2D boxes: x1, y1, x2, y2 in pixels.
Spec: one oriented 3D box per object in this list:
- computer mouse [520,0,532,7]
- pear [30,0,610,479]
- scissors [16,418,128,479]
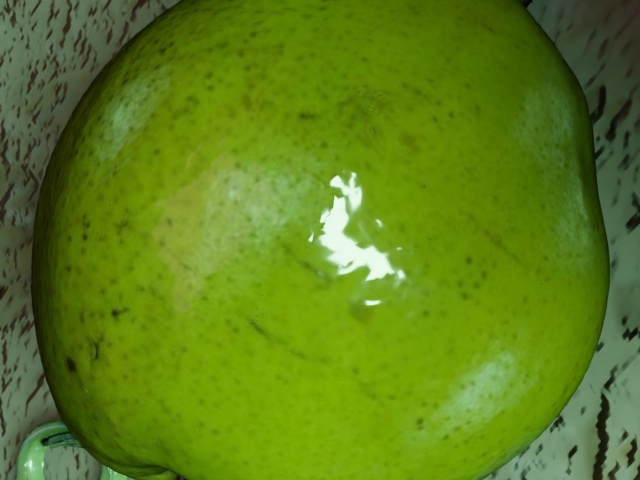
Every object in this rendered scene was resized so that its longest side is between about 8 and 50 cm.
[{"bbox_3d":[-0.019,-0.189,0.660,0.168,0.087,0.295,-49,60,22],"label":"computer mouse"},{"bbox_3d":[0.000,0.000,0.560,0.198,0.198,0.198,-7,79,38],"label":"pear"},{"bbox_3d":[-0.159,0.132,0.768,0.187,0.020,0.133,12,95,38],"label":"scissors"}]
